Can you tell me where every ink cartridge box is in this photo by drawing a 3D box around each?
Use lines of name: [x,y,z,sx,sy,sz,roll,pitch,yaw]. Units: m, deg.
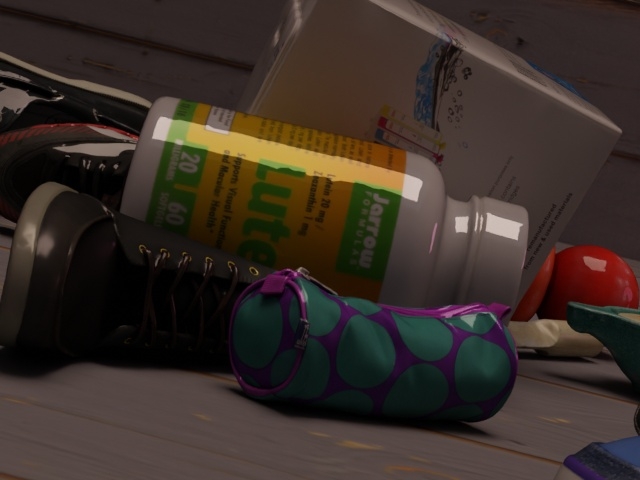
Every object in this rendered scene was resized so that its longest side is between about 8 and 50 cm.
ink cartridge box: [0.062,-0.077,1.121,0.233,0.168,0.171,27,14,-9]

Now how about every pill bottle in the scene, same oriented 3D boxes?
pill bottle: [0.000,0.000,0.980,0.246,0.136,0.136,13,5,-2]

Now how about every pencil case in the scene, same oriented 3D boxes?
pencil case: [0.031,0.057,0.814,0.152,0.070,0.064,11,5,-35]

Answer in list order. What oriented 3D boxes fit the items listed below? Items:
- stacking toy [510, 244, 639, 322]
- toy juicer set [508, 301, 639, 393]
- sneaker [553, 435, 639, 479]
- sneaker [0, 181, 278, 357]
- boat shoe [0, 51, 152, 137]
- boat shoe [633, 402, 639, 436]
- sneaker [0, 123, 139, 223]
stacking toy: [0.113,0.006,1.305,0.330,0.141,0.141,17,5,-5]
toy juicer set: [0.282,0.075,1.169,0.329,0.089,0.209,14,6,20]
sneaker: [0.257,0.042,0.610,0.323,0.236,0.130,12,5,-16]
sneaker: [-0.087,0.023,0.802,0.118,0.083,0.222,14,4,6]
boat shoe: [-0.274,-0.082,1.326,0.340,0.127,0.113,13,27,-34]
boat shoe: [0.206,0.106,0.900,0.043,0.049,0.137,-31,-14,25]
sneaker: [-0.143,-0.030,1.159,0.276,0.097,0.135,16,3,12]
